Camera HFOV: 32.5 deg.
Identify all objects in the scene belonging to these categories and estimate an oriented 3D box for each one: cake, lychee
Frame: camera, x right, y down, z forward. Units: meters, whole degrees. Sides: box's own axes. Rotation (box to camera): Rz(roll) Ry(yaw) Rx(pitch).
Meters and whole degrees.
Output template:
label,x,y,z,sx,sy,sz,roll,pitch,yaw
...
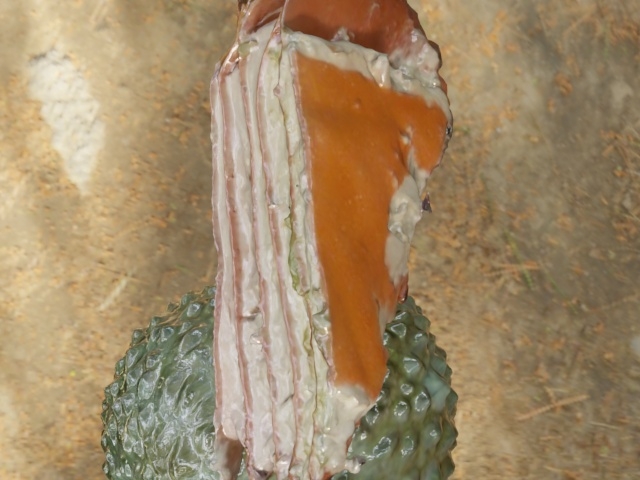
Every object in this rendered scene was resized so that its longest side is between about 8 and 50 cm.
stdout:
label,x,y,z,sx,sy,sz,roll,pitch,yaw
cake,0.005,-0.001,0.536,0.098,0.135,0.287,-10,67,40
lychee,-0.029,0.143,0.782,0.255,0.255,0.274,32,62,33
